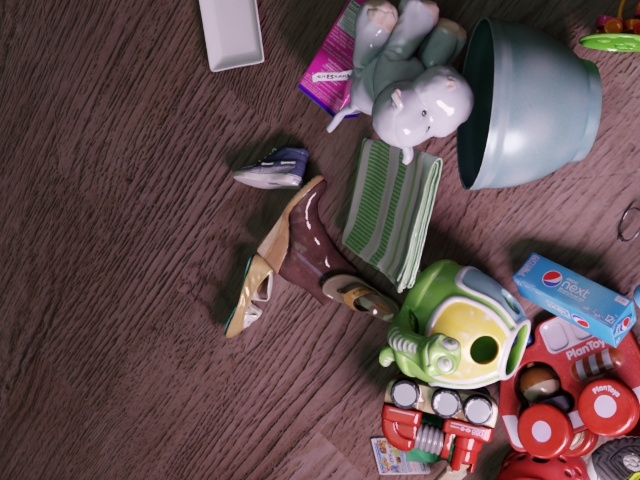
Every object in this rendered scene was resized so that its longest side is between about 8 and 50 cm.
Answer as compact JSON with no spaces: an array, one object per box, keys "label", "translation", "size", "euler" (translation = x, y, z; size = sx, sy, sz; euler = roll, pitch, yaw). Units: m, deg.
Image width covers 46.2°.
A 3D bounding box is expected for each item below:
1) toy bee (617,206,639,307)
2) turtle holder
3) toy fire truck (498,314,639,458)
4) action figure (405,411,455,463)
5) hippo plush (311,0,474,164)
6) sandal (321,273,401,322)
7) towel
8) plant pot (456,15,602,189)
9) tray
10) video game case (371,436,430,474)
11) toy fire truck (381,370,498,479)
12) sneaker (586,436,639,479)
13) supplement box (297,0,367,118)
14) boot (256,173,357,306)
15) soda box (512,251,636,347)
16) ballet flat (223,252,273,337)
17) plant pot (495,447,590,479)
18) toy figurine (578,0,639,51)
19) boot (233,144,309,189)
[{"label":"toy bee","translation":[0.623,0.080,1.255],"size":[0.162,0.298,0.195],"euler":[18,156,-15]},{"label":"turtle holder","translation":[0.251,0.155,1.382],"size":[0.227,0.320,0.243],"euler":[20,77,28]},{"label":"toy fire truck","translation":[0.469,0.262,1.405],"size":[0.302,0.169,0.254],"euler":[-31,60,31]},{"label":"action figure","translation":[0.222,0.356,1.584],"size":[0.137,0.063,0.232],"euler":[-10,103,22]},{"label":"hippo plush","translation":[0.138,-0.282,1.306],"size":[0.294,0.236,0.234],"euler":[-17,125,3]},{"label":"sandal","translation":[0.088,0.126,1.593],"size":[0.180,0.049,0.072],"euler":[26,115,2]},{"label":"towel","translation":[0.124,-0.062,1.428],"size":[0.038,0.325,0.248],"euler":[9,102,-19]},{"label":"plant pot","translation":[0.358,-0.228,1.288],"size":[0.196,0.293,0.293],"euler":[3,104,-1]},{"label":"tray","translation":[-0.196,-0.512,1.629],"size":[0.145,0.030,0.270],"euler":[-4,100,27]},{"label":"video game case","translation":[0.178,0.479,1.671],"size":[0.122,0.011,0.087],"euler":[-11,97,29]},{"label":"toy fire truck","translation":[0.225,0.399,1.500],"size":[0.217,0.158,0.246],"euler":[11,93,9]},{"label":"sneaker","translation":[0.627,0.450,1.285],"size":[0.385,0.145,0.147],"euler":[17,131,-7]},{"label":"supplement box","translation":[0.071,-0.362,1.478],"size":[0.114,0.111,0.220],"euler":[42,116,14]},{"label":"boot","translation":[0.000,0.000,1.631],"size":[0.207,0.090,0.248],"euler":[37,113,1]},{"label":"soda box","translation":[0.455,0.103,1.354],"size":[0.067,0.071,0.210],"euler":[-47,47,-11]},{"label":"ballet flat","translation":[-0.160,0.141,1.735],"size":[0.073,0.080,0.232],"euler":[23,113,5]},{"label":"plant pot","translation":[0.425,0.508,1.460],"size":[0.191,0.174,0.191],"euler":[6,102,28]},{"label":"toy figurine","translation":[0.529,-0.402,1.244],"size":[0.173,0.130,0.159],"euler":[7,96,4]},{"label":"boot","translation":[-0.106,-0.163,1.652],"size":[0.190,0.069,0.086],"euler":[8,76,36]}]
